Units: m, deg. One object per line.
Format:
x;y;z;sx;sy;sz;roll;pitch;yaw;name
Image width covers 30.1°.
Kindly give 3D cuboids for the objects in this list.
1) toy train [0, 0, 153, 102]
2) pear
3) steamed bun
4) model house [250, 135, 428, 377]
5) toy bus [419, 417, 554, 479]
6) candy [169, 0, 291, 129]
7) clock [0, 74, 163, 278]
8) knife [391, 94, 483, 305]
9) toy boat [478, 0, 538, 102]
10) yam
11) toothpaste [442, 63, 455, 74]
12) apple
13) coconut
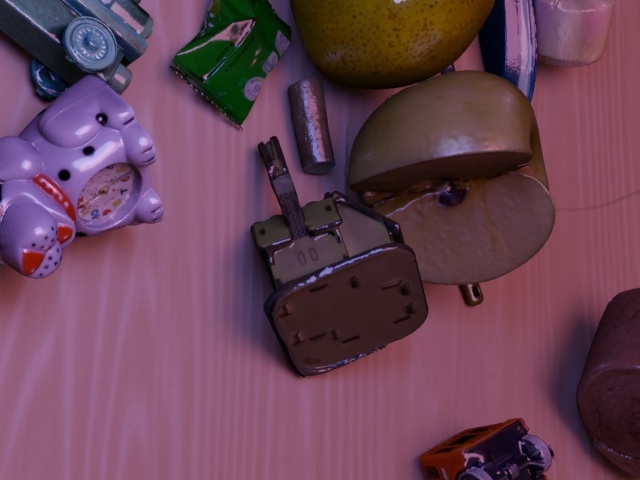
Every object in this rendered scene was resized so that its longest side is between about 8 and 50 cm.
-0.332;-0.305;1.418;0.298;0.120;0.194;40;52;-23;toy train
0.094;-0.344;1.658;0.294;0.294;0.294;11;72;-36;pear
0.520;0.241;1.894;0.301;0.199;0.251;54;35;-25;steamed bun
0.000;0.000;1.601;0.204;0.218;0.279;-21;53;-3;model house
0.265;0.426;1.664;0.143;0.153;0.329;-22;91;-38;toy bus
-0.111;-0.268;1.605;0.141;0.078;0.203;36;64;-25;candy
-0.320;-0.051;1.336;0.254;0.189;0.189;-35;100;-32;clock
0.175;-0.061;1.802;0.061;0.027;0.343;-19;90;-35;knife
0.301;-0.355;1.938;0.061;0.096;0.299;-2;81;-27;toy boat
-0.013;-0.162;1.665;0.054;0.054;0.132;-5;81;-39;yam
0.211;-0.250;1.886;0.027;0.019;0.083;-19;86;-22;toothpaste
0.182;-0.103;1.661;0.233;0.257;0.295;-82;153;-43;apple
0.414;-0.377;1.985;0.147;0.147;0.153;-31;132;-39;coconut
